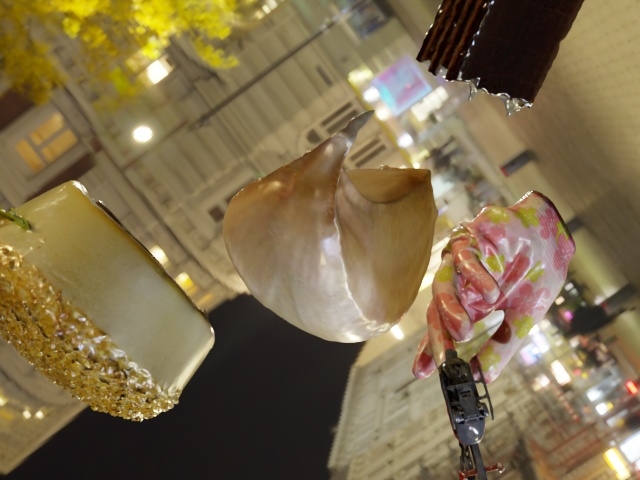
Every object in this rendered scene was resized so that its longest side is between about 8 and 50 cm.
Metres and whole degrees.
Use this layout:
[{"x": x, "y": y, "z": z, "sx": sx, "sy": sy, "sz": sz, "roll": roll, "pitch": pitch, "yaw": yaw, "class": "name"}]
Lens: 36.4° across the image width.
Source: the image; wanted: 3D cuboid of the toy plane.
[{"x": 0.126, "y": 0.158, "z": 0.830, "sx": 0.060, "sy": 0.037, "sz": 0.145, "roll": 96, "pitch": 163, "yaw": -71, "class": "toy plane"}]

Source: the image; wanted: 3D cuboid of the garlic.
[{"x": 0.006, "y": 0.007, "z": 0.597, "sx": 0.207, "sy": 0.128, "sz": 0.115, "roll": 9, "pitch": -114, "yaw": -75, "class": "garlic"}]

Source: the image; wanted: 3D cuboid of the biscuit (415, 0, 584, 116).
[{"x": 0.185, "y": -0.240, "z": 0.866, "sx": 0.106, "sy": 0.252, "sz": 0.070, "roll": 10, "pitch": -156, "yaw": -32, "class": "biscuit"}]

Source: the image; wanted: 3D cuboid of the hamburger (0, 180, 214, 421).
[{"x": -0.255, "y": 0.073, "z": 1.065, "sx": 0.294, "sy": 0.179, "sz": 0.276, "roll": 41, "pitch": 167, "yaw": 29, "class": "hamburger"}]

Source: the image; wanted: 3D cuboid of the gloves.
[{"x": 0.180, "y": 0.059, "z": 1.092, "sx": 0.126, "sy": 0.241, "sz": 0.145, "roll": 44, "pitch": 167, "yaw": 37, "class": "gloves"}]
